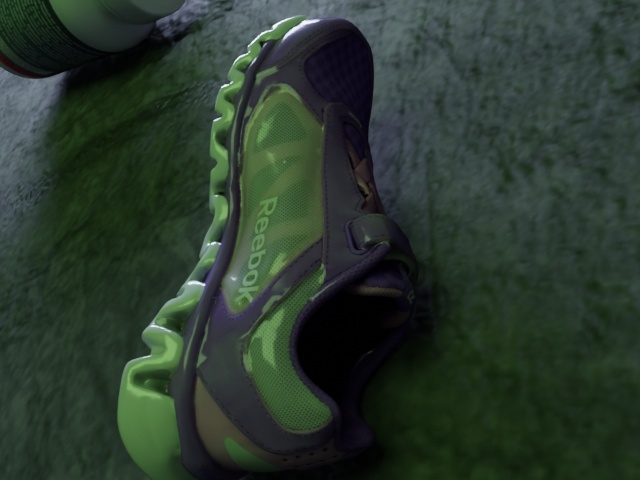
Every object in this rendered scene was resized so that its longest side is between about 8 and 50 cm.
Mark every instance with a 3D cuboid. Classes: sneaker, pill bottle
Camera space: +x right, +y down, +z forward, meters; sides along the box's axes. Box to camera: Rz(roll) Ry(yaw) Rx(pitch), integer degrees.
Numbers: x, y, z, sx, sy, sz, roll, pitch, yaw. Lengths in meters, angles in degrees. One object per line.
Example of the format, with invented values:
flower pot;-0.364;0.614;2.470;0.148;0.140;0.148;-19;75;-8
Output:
sneaker;0.000;0.000;0.418;0.104;0.095;0.237;-4;60;34
pill bottle;-0.193;-0.200;0.761;0.180;0.108;0.108;-6;54;41
